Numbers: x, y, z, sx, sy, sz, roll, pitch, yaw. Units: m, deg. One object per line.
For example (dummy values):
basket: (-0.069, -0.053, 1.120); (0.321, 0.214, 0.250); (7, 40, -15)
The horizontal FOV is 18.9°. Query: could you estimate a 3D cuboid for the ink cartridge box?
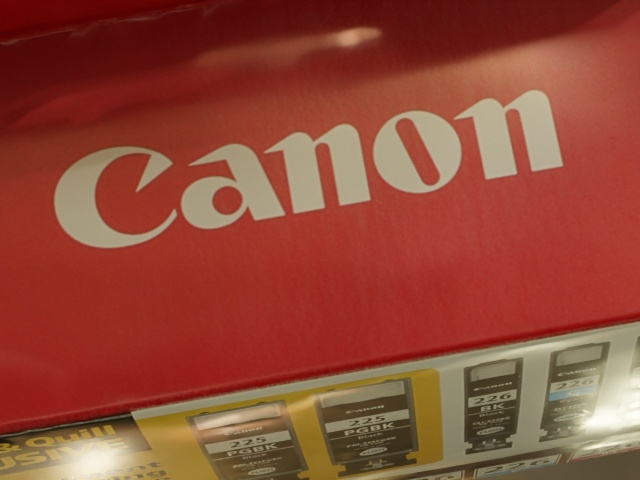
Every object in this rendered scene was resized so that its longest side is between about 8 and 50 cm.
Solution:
ink cartridge box: (0.000, 0.000, 0.605); (0.272, 0.310, 0.130); (76, 4, -72)
